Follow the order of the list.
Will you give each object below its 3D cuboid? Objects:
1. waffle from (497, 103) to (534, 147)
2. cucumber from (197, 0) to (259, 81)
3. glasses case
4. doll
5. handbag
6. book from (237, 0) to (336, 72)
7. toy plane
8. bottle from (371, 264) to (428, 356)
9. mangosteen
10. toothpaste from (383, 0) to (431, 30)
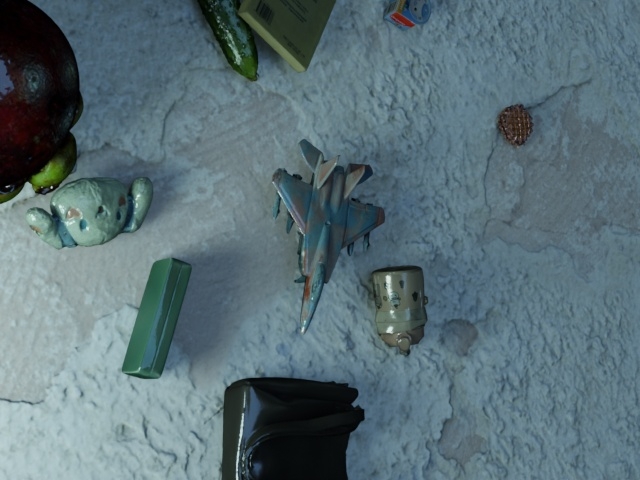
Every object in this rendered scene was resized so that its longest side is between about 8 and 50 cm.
[{"bbox_3d":[0.383,-0.225,2.039,0.083,0.029,0.075,49,66,-18],"label":"waffle"},{"bbox_3d":[-0.156,-0.370,1.736,0.069,0.069,0.227,-28,99,-30],"label":"cucumber"},{"bbox_3d":[-0.251,0.120,1.599,0.039,0.077,0.184,23,72,-28],"label":"glasses case"},{"bbox_3d":[-0.345,-0.044,1.577,0.214,0.071,0.104,-18,113,-38],"label":"doll"},{"bbox_3d":[-0.039,0.363,1.669,0.257,0.113,0.285,7,79,-36],"label":"handbag"},{"bbox_3d":[-0.045,-0.425,1.794,0.161,0.026,0.231,41,56,-32],"label":"book"},{"bbox_3d":[-0.003,0.001,1.746,0.223,0.104,0.326,20,77,-25],"label":"toy plane"},{"bbox_3d":[0.139,0.123,1.816,0.099,0.099,0.152,-10,96,-30],"label":"bottle"},{"bbox_3d":[-0.453,-0.187,1.411,0.300,0.300,0.300,5,80,-29],"label":"mangosteen"},{"bbox_3d":[0.184,-0.485,1.958,0.070,0.044,0.193,28,70,-25],"label":"toothpaste"}]
